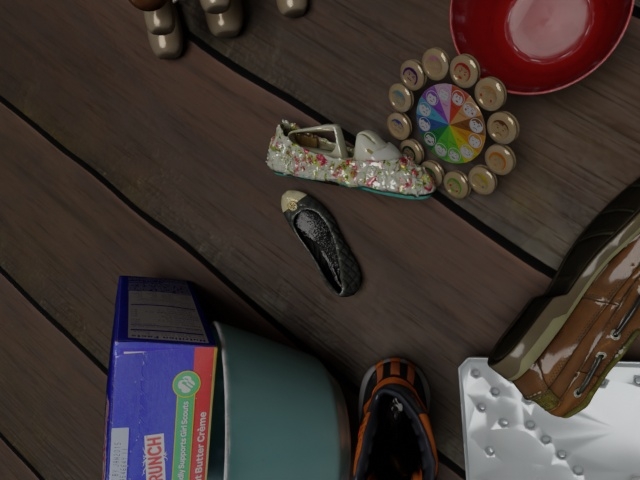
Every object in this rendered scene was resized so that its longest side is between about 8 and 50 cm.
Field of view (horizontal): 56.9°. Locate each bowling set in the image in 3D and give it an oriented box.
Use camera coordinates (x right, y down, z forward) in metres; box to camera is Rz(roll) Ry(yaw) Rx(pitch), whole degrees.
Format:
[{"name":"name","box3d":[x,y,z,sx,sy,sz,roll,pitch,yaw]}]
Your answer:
[{"name":"bowling set","box3d":[-0.171,-0.364,0.781,0.287,0.200,0.154,-10,89,21]}]

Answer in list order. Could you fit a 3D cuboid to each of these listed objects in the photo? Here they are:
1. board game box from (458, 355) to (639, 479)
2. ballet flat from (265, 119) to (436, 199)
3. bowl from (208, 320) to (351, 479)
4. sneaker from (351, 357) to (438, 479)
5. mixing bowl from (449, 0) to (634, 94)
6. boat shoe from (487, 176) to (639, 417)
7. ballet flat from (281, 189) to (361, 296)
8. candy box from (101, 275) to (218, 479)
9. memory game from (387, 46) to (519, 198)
[{"name":"board game box","box3d":[0.368,0.322,0.664,0.390,0.050,0.389,-4,93,25]},{"name":"ballet flat","box3d":[0.032,-0.108,0.754,0.241,0.091,0.077,13,115,25]},{"name":"bowl","box3d":[-0.066,0.260,0.754,0.163,0.311,0.311,4,98,-18]},{"name":"sneaker","box3d":[0.082,0.316,0.713,0.125,0.180,0.321,-4,93,9]},{"name":"mixing bowl","box3d":[0.241,-0.248,0.643,0.182,0.098,0.181,5,100,27]},{"name":"boat shoe","box3d":[0.315,0.049,0.628,0.104,0.111,0.307,39,98,5]},{"name":"ballet flat","box3d":[0.000,0.000,0.807,0.057,0.049,0.173,-39,78,22]},{"name":"candy box","box3d":[-0.224,0.211,0.790,0.122,0.317,0.268,4,99,-18]},{"name":"memory game","box3d":[0.149,-0.133,0.692,0.186,0.012,0.186,34,141,34]}]
